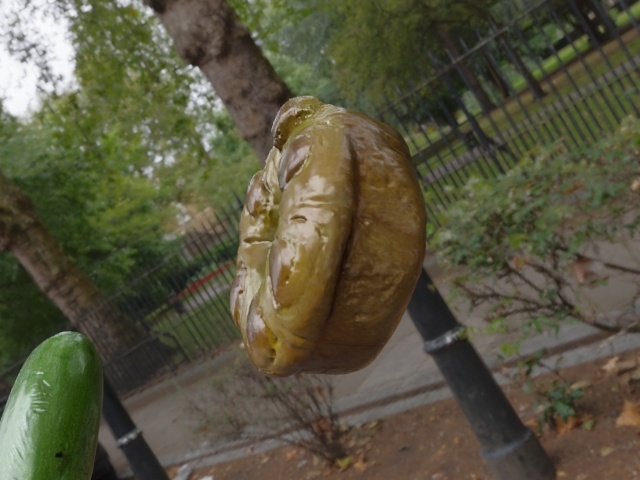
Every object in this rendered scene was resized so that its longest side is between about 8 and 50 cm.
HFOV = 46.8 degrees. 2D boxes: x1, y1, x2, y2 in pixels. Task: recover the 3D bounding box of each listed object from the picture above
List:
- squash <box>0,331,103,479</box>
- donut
[{"bbox_3d":[-0.231,0.200,0.606,0.082,0.082,0.292,-30,44,33],"label":"squash"},{"bbox_3d":[-0.001,0.001,0.602,0.114,0.226,0.226,11,-14,-19],"label":"donut"}]
